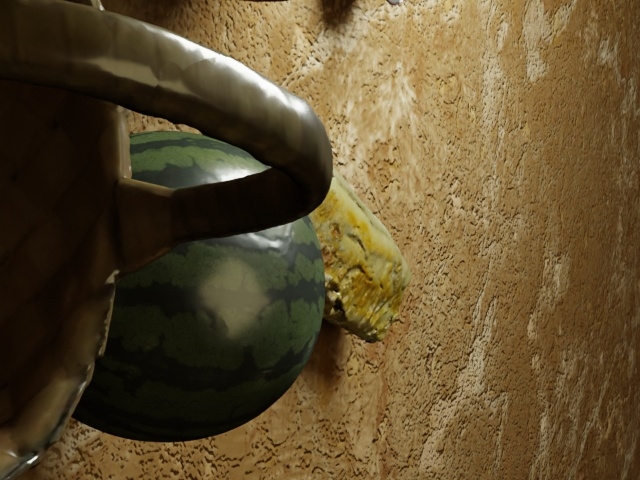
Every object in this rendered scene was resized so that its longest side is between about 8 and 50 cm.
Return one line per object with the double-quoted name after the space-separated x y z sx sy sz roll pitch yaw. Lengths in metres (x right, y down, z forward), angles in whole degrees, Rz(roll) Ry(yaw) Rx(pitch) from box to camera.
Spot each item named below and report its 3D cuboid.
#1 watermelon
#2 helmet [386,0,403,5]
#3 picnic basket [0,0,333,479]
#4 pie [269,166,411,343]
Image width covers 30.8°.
-0.104 0.030 0.764 0.212 0.212 0.212 -7 98 -61 "watermelon"
0.055 -0.291 1.167 0.123 0.070 0.098 -59 134 -31 "helmet"
-0.155 -0.041 0.521 0.293 0.337 0.337 24 71 -57 "picnic basket"
0.000 0.000 1.087 0.282 0.068 0.128 46 64 -52 "pie"
